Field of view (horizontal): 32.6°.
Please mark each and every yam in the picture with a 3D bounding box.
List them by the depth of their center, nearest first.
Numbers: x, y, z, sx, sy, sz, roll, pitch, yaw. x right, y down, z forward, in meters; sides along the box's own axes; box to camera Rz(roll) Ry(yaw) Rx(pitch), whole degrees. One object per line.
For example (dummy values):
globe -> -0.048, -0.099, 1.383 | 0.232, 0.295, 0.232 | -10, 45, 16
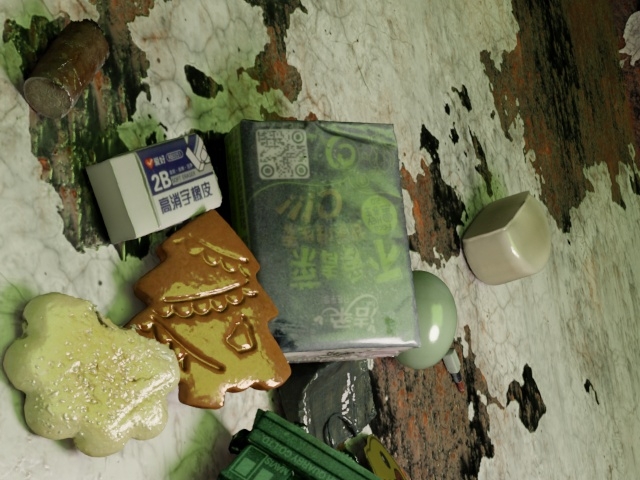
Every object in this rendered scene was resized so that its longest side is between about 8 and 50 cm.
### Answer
yam -> -0.352, -0.242, 1.530 | 0.079, 0.079, 0.141 | 53, 41, -30

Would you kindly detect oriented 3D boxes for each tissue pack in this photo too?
tissue pack -> 0.000, 0.000, 1.806 | 0.288, 0.124, 0.394 | -1, 76, -21

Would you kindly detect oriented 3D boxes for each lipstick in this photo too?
lipstick -> 0.286, 0.279, 2.319 | 0.025, 0.025, 0.107 | -50, 125, -50

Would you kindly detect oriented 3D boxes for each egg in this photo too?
egg -> 0.189, 0.152, 2.109 | 0.149, 0.149, 0.192 | 20, 62, -52

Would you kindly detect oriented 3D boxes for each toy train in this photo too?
toy train -> -0.012, 0.395, 1.602 | 0.178, 0.330, 0.138 | -43, 155, -46

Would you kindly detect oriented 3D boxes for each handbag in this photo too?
handbag -> 0.018, 0.274, 1.880 | 0.270, 0.089, 0.175 | -24, 105, -57

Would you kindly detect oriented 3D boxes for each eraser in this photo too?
eraser -> -0.245, -0.081, 1.633 | 0.210, 0.068, 0.124 | -28, 103, -56

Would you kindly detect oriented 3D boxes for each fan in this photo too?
fan -> 0.157, 0.480, 1.976 | 0.335, 0.011, 0.229 | 53, 13, -30

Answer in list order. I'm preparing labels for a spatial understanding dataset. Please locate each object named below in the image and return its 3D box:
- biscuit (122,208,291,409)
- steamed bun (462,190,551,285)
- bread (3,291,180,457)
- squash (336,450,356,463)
biscuit -> -0.168, 0.095, 1.611 | 0.284, 0.043, 0.306 | 11, 67, -29
steamed bun -> 0.443, 0.006, 2.547 | 0.164, 0.146, 0.242 | 62, 36, -12
bread -> -0.296, 0.185, 1.435 | 0.251, 0.039, 0.181 | 34, 61, -31
squash -> -0.024, 0.469, 1.706 | 0.087, 0.087, 0.331 | 54, 51, -29
